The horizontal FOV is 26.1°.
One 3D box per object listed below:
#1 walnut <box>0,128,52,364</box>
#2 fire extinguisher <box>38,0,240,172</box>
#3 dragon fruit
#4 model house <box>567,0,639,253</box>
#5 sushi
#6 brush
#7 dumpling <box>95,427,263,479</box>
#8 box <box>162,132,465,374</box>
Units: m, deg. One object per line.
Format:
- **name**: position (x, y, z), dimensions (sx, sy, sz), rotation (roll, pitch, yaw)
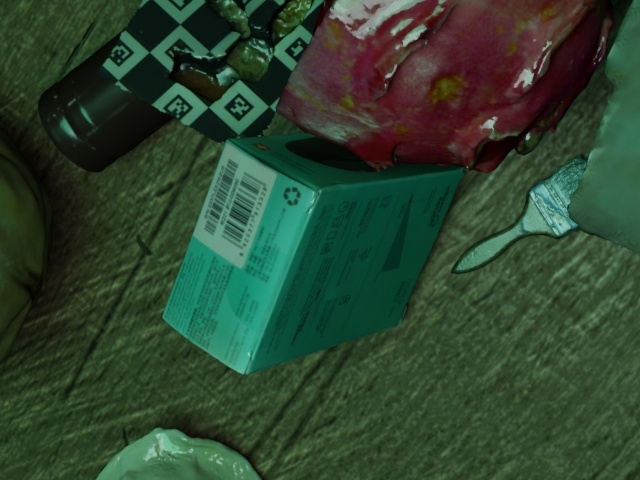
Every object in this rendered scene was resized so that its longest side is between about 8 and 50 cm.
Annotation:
- **walnut**: position (-0.484, 0.003, 1.570), dimensions (0.381, 0.381, 0.381), rotation (3, 99, 19)
- **fire extinguisher**: position (-0.156, -0.217, 1.532), dimensions (0.337, 0.114, 0.135), rotation (-33, 43, 21)
- **dragon fruit**: position (0.142, -0.212, 1.288), dimensions (0.249, 0.371, 0.386), rotation (36, 120, 0)
- **model house**: position (0.413, -0.103, 1.254), dimensions (0.243, 0.284, 0.298), rotation (28, 101, 38)
- **sushi**: position (-0.077, -0.228, 1.417), dimensions (0.192, 0.043, 0.279), rotation (28, 75, 8)
- **brush**: position (0.219, -0.015, 1.475), dimensions (0.196, 0.021, 0.070), rotation (-34, 87, 23)
- **dumpling**: position (-0.150, 0.319, 1.608), dimensions (0.252, 0.131, 0.179), rotation (23, 83, 4)
- **box**: position (0.000, 0.000, 1.394), dimensions (0.118, 0.311, 0.205), rotation (33, 113, 25)
